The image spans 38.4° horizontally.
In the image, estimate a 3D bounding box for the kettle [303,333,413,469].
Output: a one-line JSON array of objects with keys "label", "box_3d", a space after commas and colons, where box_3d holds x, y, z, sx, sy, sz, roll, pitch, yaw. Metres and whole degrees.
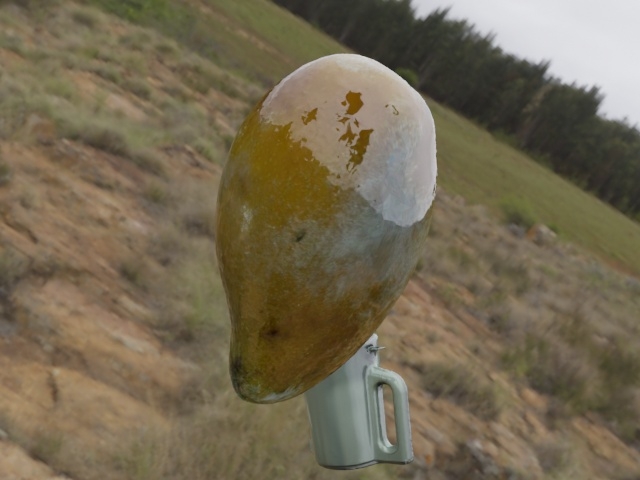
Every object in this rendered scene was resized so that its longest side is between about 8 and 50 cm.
[{"label": "kettle", "box_3d": [0.040, 0.186, 1.083, 0.098, 0.127, 0.147, -61, 143, -83]}]

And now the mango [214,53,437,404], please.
[{"label": "mango", "box_3d": [0.000, 0.000, 0.780, 0.193, 0.316, 0.146, 2, 21, -34]}]
